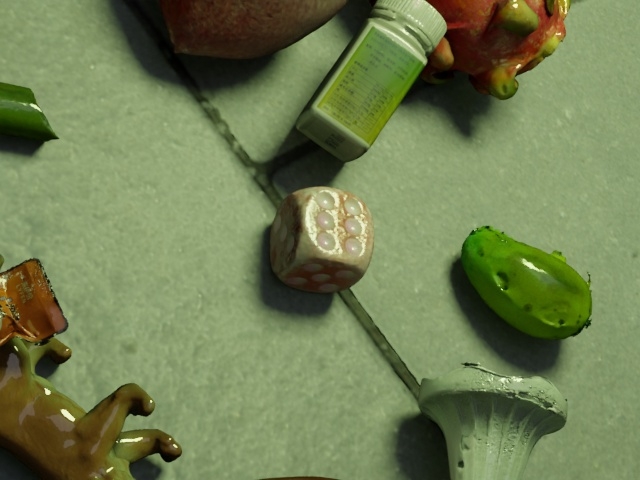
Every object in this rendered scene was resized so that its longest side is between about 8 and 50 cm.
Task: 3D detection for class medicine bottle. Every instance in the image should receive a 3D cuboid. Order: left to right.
[{"bbox_3d":[0.060,-0.193,1.364,0.088,0.132,0.188,35,82,-5],"label":"medicine bottle"}]

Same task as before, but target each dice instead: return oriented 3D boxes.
[{"bbox_3d":[0.000,0.000,1.300,0.094,0.091,0.093,11,61,-25],"label":"dice"}]

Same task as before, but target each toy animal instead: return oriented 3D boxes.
[{"bbox_3d":[-0.240,0.179,1.079,0.312,0.097,0.157,42,59,-2],"label":"toy animal"}]

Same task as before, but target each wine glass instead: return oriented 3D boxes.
[{"bbox_3d":[0.174,0.245,1.238,0.165,0.165,0.196,20,61,-20],"label":"wine glass"}]

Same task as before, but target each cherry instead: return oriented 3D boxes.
[{"bbox_3d":[-0.082,-0.322,1.355,0.239,0.239,0.206,32,24,-12],"label":"cherry"}]

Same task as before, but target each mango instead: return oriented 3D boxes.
[{"bbox_3d":[0.245,0.052,1.411,0.178,0.100,0.119,33,18,-1],"label":"mango"}]

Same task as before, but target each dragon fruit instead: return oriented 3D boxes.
[{"bbox_3d":[0.167,-0.329,1.493,0.307,0.243,0.227,34,75,28],"label":"dragon fruit"}]

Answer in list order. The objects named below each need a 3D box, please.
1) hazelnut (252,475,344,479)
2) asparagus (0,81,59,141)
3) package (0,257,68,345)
[{"bbox_3d":[-0.007,0.371,0.970,0.365,0.366,0.366,13,61,-24],"label":"hazelnut"},{"bbox_3d":[-0.397,-0.145,1.171,0.277,0.060,0.067,5,54,-28],"label":"asparagus"},{"bbox_3d":[-0.285,0.068,1.043,0.110,0.033,0.077,-25,56,-25],"label":"package"}]
